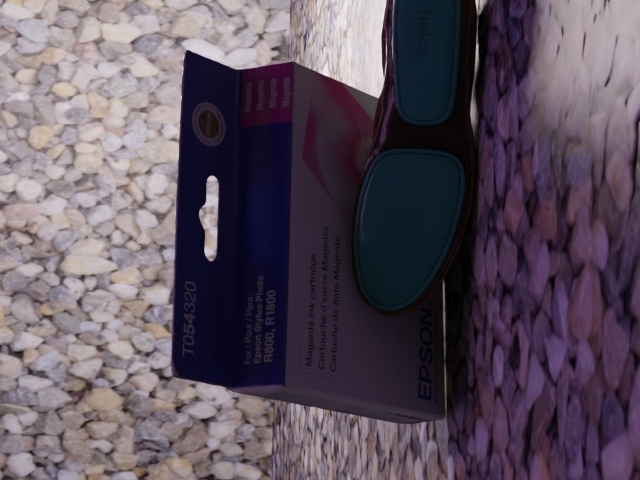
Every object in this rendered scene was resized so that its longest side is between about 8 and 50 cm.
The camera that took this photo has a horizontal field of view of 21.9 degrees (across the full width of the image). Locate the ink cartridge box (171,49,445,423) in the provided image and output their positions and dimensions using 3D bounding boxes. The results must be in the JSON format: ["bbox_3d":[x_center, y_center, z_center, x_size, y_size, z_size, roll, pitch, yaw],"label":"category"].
[{"bbox_3d":[0.000,0.000,1.630,0.071,0.330,0.324,-12,70,40],"label":"ink cartridge box"}]

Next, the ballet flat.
[{"bbox_3d":[0.100,-0.099,1.619,0.124,0.116,0.343,-14,-73,-76],"label":"ballet flat"}]
